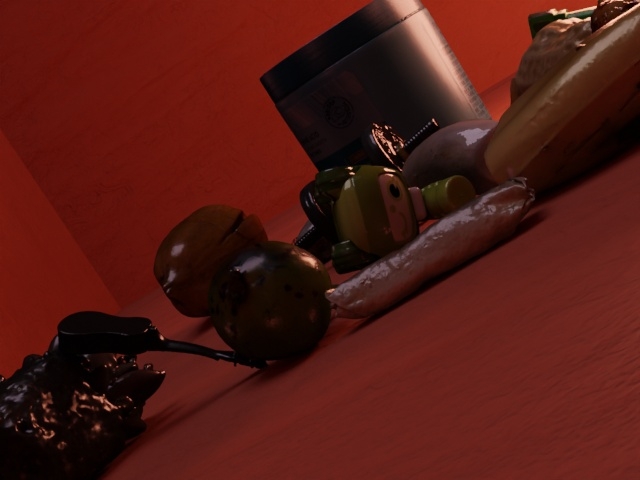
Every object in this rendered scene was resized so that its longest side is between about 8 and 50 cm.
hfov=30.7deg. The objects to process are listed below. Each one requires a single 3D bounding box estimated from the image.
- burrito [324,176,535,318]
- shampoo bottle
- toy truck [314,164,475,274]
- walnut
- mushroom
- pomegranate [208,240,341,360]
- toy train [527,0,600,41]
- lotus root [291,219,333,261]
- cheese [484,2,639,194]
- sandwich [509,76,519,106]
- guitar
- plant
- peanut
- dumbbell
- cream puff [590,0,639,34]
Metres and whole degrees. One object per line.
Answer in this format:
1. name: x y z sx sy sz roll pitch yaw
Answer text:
1. burrito: 0.127 0.016 1.339 0.275 0.059 0.082 -32 -1 9
2. shampoo bottle: 0.115 -0.244 2.162 0.331 0.343 0.331 -33 6 4
3. toy truck: 0.091 -0.038 1.641 0.210 0.148 0.187 -13 -5 -19
4. walnut: -0.224 0.047 2.300 0.209 0.209 0.336 -30 5 29
5. mushroom: 0.189 -0.106 1.727 0.103 0.118 0.270 -38 9 -32
6. pomegranate: -0.051 0.066 1.443 0.156 0.156 0.220 -31 2 23
7. toy train: 0.477 -0.352 1.979 0.251 0.119 0.085 -10 14 22
8. lotus root: -0.002 -0.001 2.099 0.165 0.088 0.088 -48 13 -32
9. cheese: 0.341 -0.188 1.424 0.316 0.128 0.259 -38 11 30
10. sandwich: 0.421 -0.289 2.140 0.090 0.088 0.244 -36 6 -32
11. guitar: -0.199 0.129 1.480 0.271 0.038 0.084 6 19 7
12. plant: -0.335 0.225 1.512 0.194 0.181 0.321 -30 11 24
13. peanut: 0.407 -0.278 1.835 0.152 0.152 0.313 -34 6 -9
14. dumbbell: 0.074 -0.086 1.915 0.325 0.143 0.143 -43 1 23
15. cream puff: 0.486 -0.306 1.582 0.240 0.164 0.240 -35 18 13
